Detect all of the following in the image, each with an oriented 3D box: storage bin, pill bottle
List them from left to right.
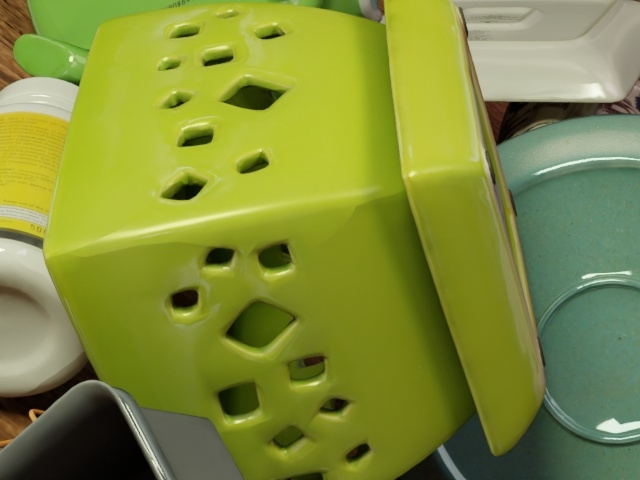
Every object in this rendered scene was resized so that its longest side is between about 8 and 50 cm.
[{"bbox_3d":[-0.162,-0.010,0.791,0.103,0.103,0.184,31,32,-22],"label":"pill bottle"},{"bbox_3d":[-0.103,0.127,0.671,0.091,0.135,0.098,14,39,-59],"label":"storage bin"}]

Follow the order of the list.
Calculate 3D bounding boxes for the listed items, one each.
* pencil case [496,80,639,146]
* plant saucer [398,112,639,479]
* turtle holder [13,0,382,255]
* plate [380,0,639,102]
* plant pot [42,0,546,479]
[{"bbox_3d":[0.184,-0.019,1.144,0.160,0.183,0.410,19,28,12],"label":"pencil case"},{"bbox_3d":[0.181,0.075,0.895,0.317,0.318,0.044,51,7,13],"label":"plant saucer"},{"bbox_3d":[-0.052,-0.165,0.993,0.320,0.243,0.227,48,12,25],"label":"turtle holder"},{"bbox_3d":[0.151,-0.176,1.269,0.277,0.045,0.278,4,22,21],"label":"plate"},{"bbox_3d":[0.000,0.000,0.781,0.228,0.207,0.227,-92,164,-52],"label":"plant pot"}]
